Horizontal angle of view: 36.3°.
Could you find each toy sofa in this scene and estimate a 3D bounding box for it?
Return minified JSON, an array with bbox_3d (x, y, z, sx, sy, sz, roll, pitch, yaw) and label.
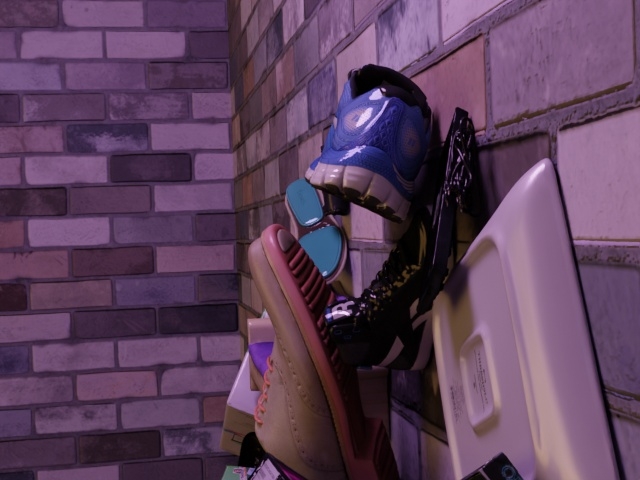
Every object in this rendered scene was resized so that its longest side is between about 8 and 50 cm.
[{"bbox_3d":[-0.015,0.166,1.408,0.362,0.150,0.177,-153,60,-78],"label":"toy sofa"}]

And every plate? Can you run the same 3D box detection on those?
[{"bbox_3d":[0.148,0.114,0.803,0.278,0.045,0.277,111,154,-66],"label":"plate"}]

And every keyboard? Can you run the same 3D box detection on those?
[{"bbox_3d":[0.123,-0.031,0.877,0.100,0.038,0.192,101,180,-57],"label":"keyboard"}]

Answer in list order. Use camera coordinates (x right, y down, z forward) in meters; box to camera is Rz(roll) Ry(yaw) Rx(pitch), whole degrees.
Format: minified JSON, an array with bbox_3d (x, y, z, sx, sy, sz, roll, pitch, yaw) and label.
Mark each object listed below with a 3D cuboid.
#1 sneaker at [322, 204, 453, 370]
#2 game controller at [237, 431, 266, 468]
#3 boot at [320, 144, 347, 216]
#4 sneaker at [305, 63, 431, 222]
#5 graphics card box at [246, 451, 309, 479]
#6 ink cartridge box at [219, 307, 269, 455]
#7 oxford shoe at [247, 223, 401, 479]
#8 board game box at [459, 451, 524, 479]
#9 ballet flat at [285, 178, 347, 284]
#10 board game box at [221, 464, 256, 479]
[{"bbox_3d":[0.065,0.060,1.027,0.079,0.121,0.217,-106,18,-51],"label":"sneaker"},{"bbox_3d":[-0.037,0.437,1.525,0.319,0.067,0.166,36,134,43],"label":"game controller"},{"bbox_3d":[0.021,-0.088,1.445,0.121,0.045,0.099,124,146,-84],"label":"boot"},{"bbox_3d":[0.066,-0.104,1.056,0.330,0.130,0.147,-126,60,-85],"label":"sneaker"},{"bbox_3d":[0.037,0.328,0.942,0.094,0.233,0.371,-56,5,-10],"label":"graphics card box"},{"bbox_3d":[-0.088,0.263,1.738,0.278,0.117,0.201,107,-177,-62],"label":"ink cartridge box"},{"bbox_3d":[-0.026,0.179,1.153,0.140,0.147,0.397,-40,-68,-74],"label":"oxford shoe"},{"bbox_3d":[0.142,0.238,0.752,0.126,0.026,0.186,53,158,14],"label":"board game box"},{"bbox_3d":[0.000,0.000,1.532,0.248,0.086,0.086,-101,14,-47],"label":"ballet flat"},{"bbox_3d":[-0.051,0.396,1.234,0.317,0.214,0.046,-66,-21,-69],"label":"board game box"}]
